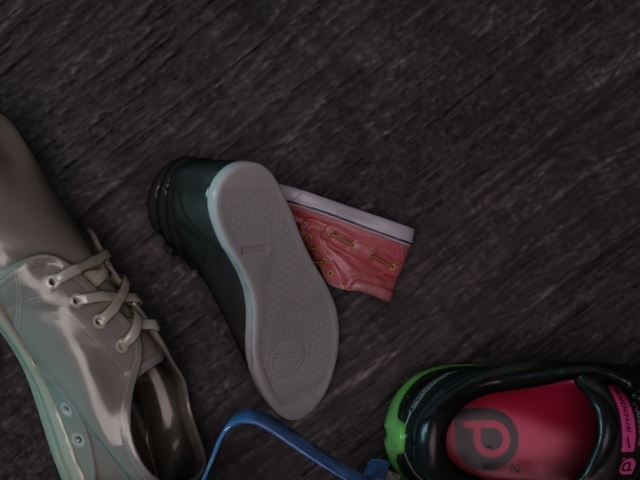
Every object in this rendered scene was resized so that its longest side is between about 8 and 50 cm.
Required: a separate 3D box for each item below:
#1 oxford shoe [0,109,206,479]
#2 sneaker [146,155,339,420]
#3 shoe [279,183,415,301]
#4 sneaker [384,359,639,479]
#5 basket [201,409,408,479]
[{"bbox_3d":[-0.229,0.068,1.841,0.130,0.169,0.449,-19,98,29],"label":"oxford shoe"},{"bbox_3d":[-0.077,0.036,1.888,0.104,0.147,0.296,-33,122,-25],"label":"sneaker"},{"bbox_3d":[0.000,0.000,1.895,0.178,0.063,0.081,18,88,-3],"label":"shoe"},{"bbox_3d":[0.304,0.195,1.826,0.482,0.202,0.185,-6,92,1],"label":"sneaker"},{"bbox_3d":[-0.007,0.323,1.821,0.289,0.201,0.255,28,116,-3],"label":"basket"}]
